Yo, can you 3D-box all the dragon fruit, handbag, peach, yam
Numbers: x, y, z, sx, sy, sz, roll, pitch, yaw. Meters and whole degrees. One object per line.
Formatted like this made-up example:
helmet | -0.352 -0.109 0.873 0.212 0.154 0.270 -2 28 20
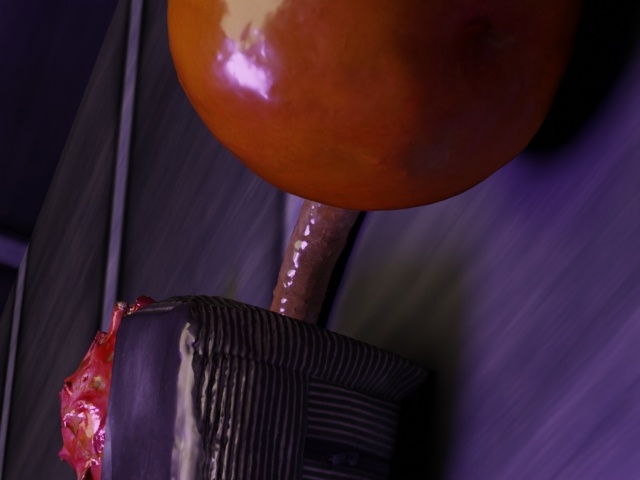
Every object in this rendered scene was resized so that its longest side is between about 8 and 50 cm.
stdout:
dragon fruit | -0.220 0.203 2.072 0.210 0.205 0.268 156 108 -79
handbag | -0.058 0.184 1.542 0.340 0.240 0.247 163 116 -69
peach | 0.051 -0.185 1.310 0.301 0.342 0.343 28 108 48
yam | 0.000 0.000 1.760 0.066 0.066 0.300 -111 35 -59

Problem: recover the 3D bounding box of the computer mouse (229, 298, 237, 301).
computer mouse | -0.110 0.207 1.827 0.184 0.121 0.297 83 177 -51
